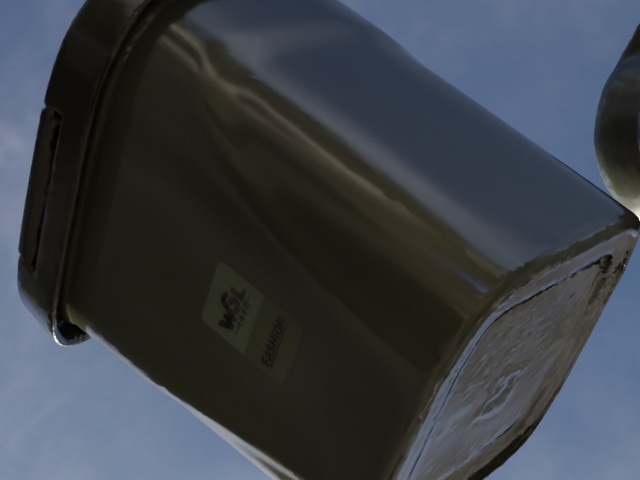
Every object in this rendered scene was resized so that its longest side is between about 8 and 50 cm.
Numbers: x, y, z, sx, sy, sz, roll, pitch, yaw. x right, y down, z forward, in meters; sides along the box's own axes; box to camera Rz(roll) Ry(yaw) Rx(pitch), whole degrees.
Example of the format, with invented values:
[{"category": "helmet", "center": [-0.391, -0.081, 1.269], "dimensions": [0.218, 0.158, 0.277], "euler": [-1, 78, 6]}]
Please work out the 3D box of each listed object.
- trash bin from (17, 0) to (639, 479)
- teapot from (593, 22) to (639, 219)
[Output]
[{"category": "trash bin", "center": [0.000, 0.000, 0.545], "dimensions": [0.250, 0.219, 0.220], "euler": [37, -53, 26]}, {"category": "teapot", "center": [0.380, -0.068, 0.791], "dimensions": [0.253, 0.344, 0.300], "euler": [-37, -81, -5]}]
